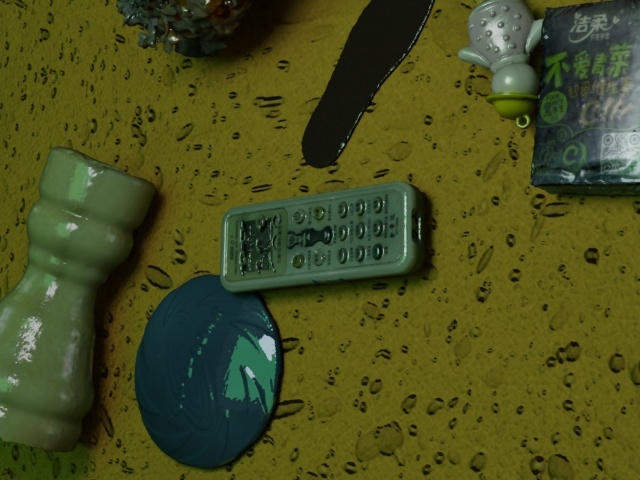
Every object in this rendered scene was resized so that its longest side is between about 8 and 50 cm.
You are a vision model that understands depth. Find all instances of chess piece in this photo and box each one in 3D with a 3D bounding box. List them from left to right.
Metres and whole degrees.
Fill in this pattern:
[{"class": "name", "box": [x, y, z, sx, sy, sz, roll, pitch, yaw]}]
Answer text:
[{"class": "chess piece", "box": [-0.406, 0.087, 2.174, 0.234, 0.234, 0.442, 21, 89, 39]}]

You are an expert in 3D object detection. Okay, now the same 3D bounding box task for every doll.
[{"class": "doll", "box": [0.241, -0.240, 1.810, 0.129, 0.081, 0.207, -17, 73, 21]}]

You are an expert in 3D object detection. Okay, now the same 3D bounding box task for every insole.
[{"class": "insole", "box": [0.064, -0.248, 1.997, 0.111, 0.007, 0.328, 40, 105, 38]}]

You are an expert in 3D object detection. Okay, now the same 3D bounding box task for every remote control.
[{"class": "remote control", "box": [0.000, 0.000, 1.957, 0.335, 0.065, 0.128, -7, 78, 37]}]

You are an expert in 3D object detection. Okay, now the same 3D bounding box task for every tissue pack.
[{"class": "tissue pack", "box": [0.351, -0.173, 1.714, 0.173, 0.073, 0.235, 0, 80, 38]}]

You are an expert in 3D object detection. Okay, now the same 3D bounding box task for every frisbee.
[{"class": "frisbee", "box": [-0.178, 0.189, 2.067, 0.289, 0.049, 0.289, -9, 76, 37]}]

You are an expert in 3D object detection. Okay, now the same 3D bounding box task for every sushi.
[{"class": "sushi", "box": [-0.169, -0.459, 2.083, 0.417, 0.176, 0.417, -37, 43, 46]}]
